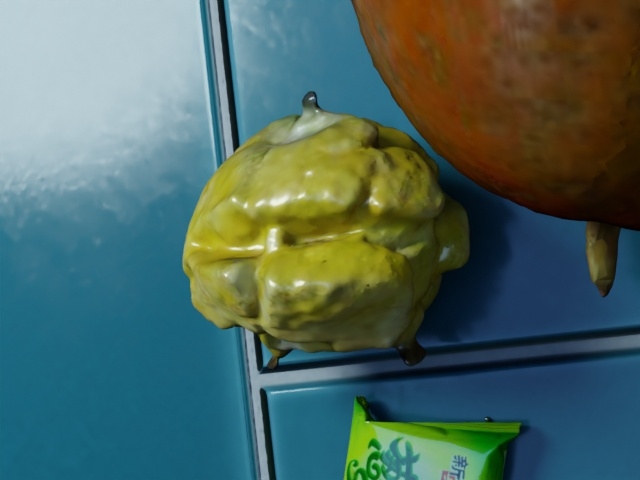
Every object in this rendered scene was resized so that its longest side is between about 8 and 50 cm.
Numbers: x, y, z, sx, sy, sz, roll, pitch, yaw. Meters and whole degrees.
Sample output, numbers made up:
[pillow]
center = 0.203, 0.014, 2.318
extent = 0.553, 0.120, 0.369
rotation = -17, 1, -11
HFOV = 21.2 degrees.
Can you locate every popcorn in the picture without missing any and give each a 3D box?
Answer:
[popcorn]
center = 0.000, 0.000, 0.910
extent = 0.148, 0.167, 0.152
rotation = -23, 106, -13

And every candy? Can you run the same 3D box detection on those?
[candy]
center = 0.050, 0.180, 0.947
extent = 0.102, 0.032, 0.178
rotation = 10, 92, 17

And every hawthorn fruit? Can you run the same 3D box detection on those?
[hawthorn fruit]
center = 0.143, -0.118, 0.820
extent = 0.277, 0.277, 0.298
rotation = 4, 106, 17
